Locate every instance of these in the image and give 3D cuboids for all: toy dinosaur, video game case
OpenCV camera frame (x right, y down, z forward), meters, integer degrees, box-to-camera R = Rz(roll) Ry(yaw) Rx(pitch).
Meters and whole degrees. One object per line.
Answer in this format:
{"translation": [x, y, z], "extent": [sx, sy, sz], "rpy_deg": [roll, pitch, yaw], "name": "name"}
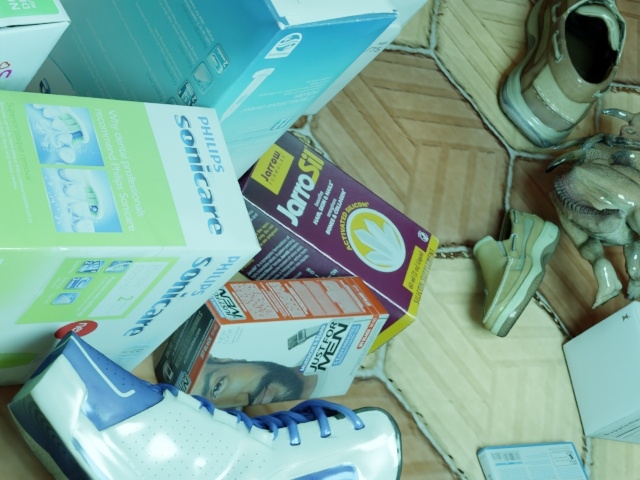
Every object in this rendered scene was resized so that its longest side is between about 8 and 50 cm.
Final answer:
{"translation": [0.299, -0.046, 1.307], "extent": [0.295, 0.127, 0.200], "rpy_deg": [-5, 62, -59], "name": "toy dinosaur"}
{"translation": [0.214, 0.261, 1.122], "extent": [0.119, 0.015, 0.166], "rpy_deg": [4, 54, -37], "name": "video game case"}

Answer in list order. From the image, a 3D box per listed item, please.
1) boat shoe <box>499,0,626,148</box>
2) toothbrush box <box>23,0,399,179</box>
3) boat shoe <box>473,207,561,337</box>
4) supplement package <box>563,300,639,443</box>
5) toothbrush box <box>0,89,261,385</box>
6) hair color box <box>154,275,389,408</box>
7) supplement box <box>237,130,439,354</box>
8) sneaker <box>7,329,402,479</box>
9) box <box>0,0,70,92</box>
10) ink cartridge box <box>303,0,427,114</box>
{"translation": [0.314, -0.235, 1.489], "extent": [0.123, 0.116, 0.324], "rpy_deg": [37, 44, -12], "name": "boat shoe"}
{"translation": [-0.113, -0.167, 0.964], "extent": [0.126, 0.295, 0.216], "rpy_deg": [-15, 70, -45], "name": "toothbrush box"}
{"translation": [0.182, 0.027, 1.243], "extent": [0.072, 0.068, 0.190], "rpy_deg": [34, 32, 2], "name": "boat shoe"}
{"translation": [0.352, 0.141, 1.260], "extent": [0.179, 0.105, 0.105], "rpy_deg": [14, 54, -32], "name": "supplement package"}
{"translation": [-0.218, 0.006, 0.821], "extent": [0.283, 0.206, 0.122], "rpy_deg": [-1, 61, -40], "name": "toothbrush box"}
{"translation": [-0.037, 0.081, 0.990], "extent": [0.167, 0.093, 0.053], "rpy_deg": [0, 39, -38], "name": "hair color box"}
{"translation": [0.000, 0.000, 1.093], "extent": [0.188, 0.081, 0.104], "rpy_deg": [35, 45, -14], "name": "supplement box"}
{"translation": [-0.052, 0.157, 0.871], "extent": [0.315, 0.127, 0.182], "rpy_deg": [46, 66, -12], "name": "sneaker"}
{"translation": [-0.322, -0.180, 0.852], "extent": [0.126, 0.231, 0.262], "rpy_deg": [-18, 73, -45], "name": "box"}
{"translation": [-0.072, -0.274, 1.144], "extent": [0.198, 0.197, 0.270], "rpy_deg": [-7, 66, -42], "name": "ink cartridge box"}
